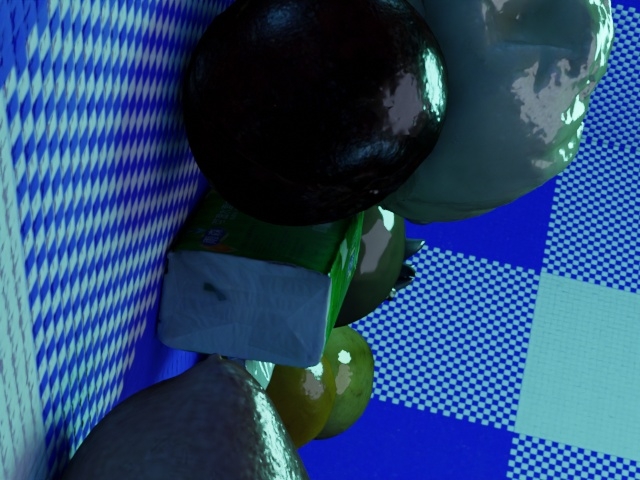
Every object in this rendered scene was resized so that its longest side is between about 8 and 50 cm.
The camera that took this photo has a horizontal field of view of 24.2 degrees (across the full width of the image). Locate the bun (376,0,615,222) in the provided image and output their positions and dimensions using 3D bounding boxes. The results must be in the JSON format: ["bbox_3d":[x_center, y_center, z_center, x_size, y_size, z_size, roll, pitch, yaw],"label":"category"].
[{"bbox_3d":[0.139,-0.183,1.376,0.360,0.211,0.359,173,-90,-73],"label":"bun"}]

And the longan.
[{"bbox_3d":[0.000,0.000,1.643,0.196,0.197,0.220,-69,170,-61],"label":"longan"}]

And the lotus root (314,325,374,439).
[{"bbox_3d":[-0.028,0.158,1.840,0.310,0.183,0.182,46,57,-78],"label":"lotus root"}]

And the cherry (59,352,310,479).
[{"bbox_3d":[-0.100,0.209,1.031,0.239,0.206,0.239,-21,90,-75],"label":"cherry"}]

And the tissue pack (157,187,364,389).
[{"bbox_3d":[-0.052,0.043,1.363,0.209,0.148,0.156,-69,168,-65],"label":"tissue pack"}]

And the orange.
[{"bbox_3d":[-0.061,0.163,1.635,0.124,0.156,0.156,-116,-153,-46],"label":"orange"}]

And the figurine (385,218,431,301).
[{"bbox_3d":[0.026,-0.025,1.859,0.197,0.175,0.265,-24,-128,49],"label":"figurine"}]

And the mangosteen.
[{"bbox_3d":[-0.007,-0.125,1.168,0.216,0.216,0.216,13,90,-86],"label":"mangosteen"}]
